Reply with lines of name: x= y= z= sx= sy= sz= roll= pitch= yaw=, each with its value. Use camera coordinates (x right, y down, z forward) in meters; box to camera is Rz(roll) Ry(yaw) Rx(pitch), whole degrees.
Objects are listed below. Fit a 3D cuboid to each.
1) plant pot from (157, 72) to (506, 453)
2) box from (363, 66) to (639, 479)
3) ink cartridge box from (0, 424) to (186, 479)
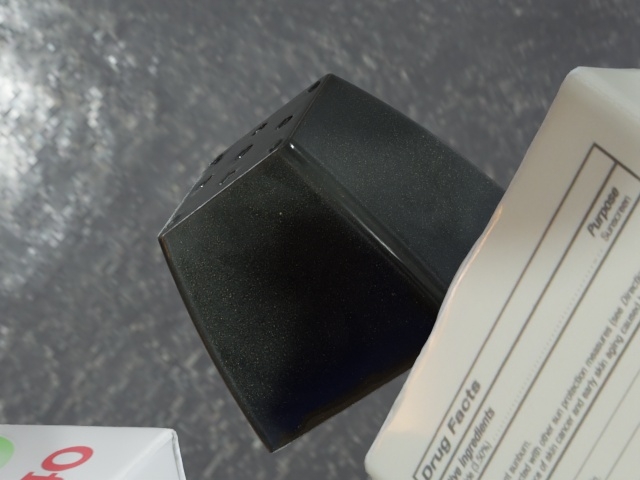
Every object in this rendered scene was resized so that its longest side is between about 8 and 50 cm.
plant pot: x=0.000 y=0.000 z=1.225 sx=0.188 sy=0.187 sz=0.167 roll=-36 pitch=103 yaw=29
box: x=0.150 y=0.073 z=0.491 sx=0.232 sy=0.127 sz=0.148 roll=44 pitch=121 yaw=33
ink cartridge box: x=-0.185 y=0.186 z=0.585 sx=0.270 sy=0.198 sz=0.197 roll=-2 pitch=109 yaw=25
